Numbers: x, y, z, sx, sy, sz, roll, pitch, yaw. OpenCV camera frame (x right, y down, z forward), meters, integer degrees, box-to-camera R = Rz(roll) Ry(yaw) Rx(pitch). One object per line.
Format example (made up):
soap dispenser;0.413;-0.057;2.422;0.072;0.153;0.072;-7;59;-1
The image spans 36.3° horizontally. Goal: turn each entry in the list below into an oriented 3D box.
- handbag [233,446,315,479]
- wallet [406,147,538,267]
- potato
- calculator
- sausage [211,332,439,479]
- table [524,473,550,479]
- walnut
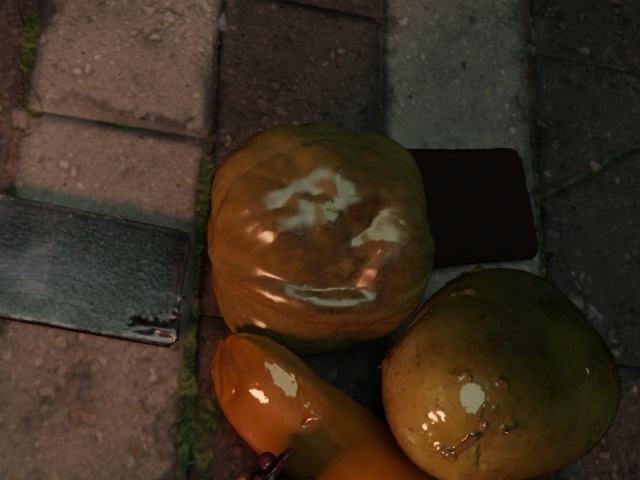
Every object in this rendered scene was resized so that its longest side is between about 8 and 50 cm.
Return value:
handbag;-0.113;0.318;1.057;0.203;0.216;0.074;-37;80;-25
wallet;0.197;-0.050;1.392;0.229;0.049;0.182;-4;71;-21
potato;0.203;0.158;1.169;0.359;0.219;0.270;-1;45;-51
calculator;-0.294;0.037;1.213;0.261;0.021;0.161;13;66;-13
sausage;0.007;0.239;1.147;0.354;0.134;0.116;38;44;-13
table;0.244;0.397;1.199;0.121;0.111;0.240;7;68;-16
walnut;0.000;-0.001;1.178;0.277;0.282;0.253;-6;66;-18
